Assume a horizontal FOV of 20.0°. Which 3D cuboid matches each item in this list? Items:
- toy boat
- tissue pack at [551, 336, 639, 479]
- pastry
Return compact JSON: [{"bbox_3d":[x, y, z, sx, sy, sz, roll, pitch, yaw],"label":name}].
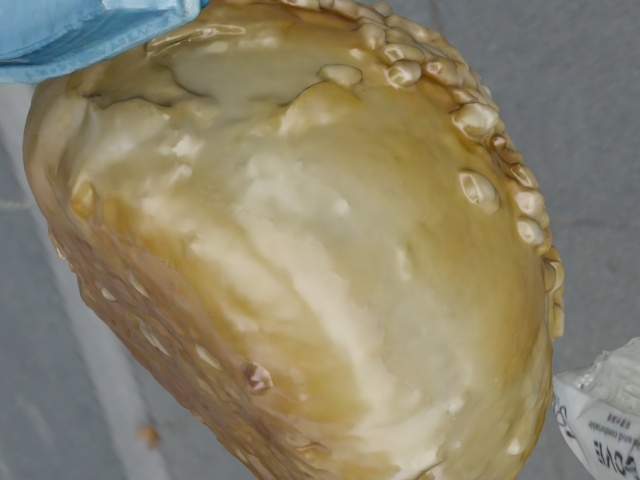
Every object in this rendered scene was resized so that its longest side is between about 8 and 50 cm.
[{"bbox_3d":[-0.103,-0.118,0.692,0.238,0.098,0.109,2,107,54],"label":"toy boat"},{"bbox_3d":[0.365,0.192,1.183,0.390,0.195,0.375,30,175,-9],"label":"tissue pack"},{"bbox_3d":[0.000,0.000,0.843,0.284,0.184,0.315,43,167,16],"label":"pastry"}]
